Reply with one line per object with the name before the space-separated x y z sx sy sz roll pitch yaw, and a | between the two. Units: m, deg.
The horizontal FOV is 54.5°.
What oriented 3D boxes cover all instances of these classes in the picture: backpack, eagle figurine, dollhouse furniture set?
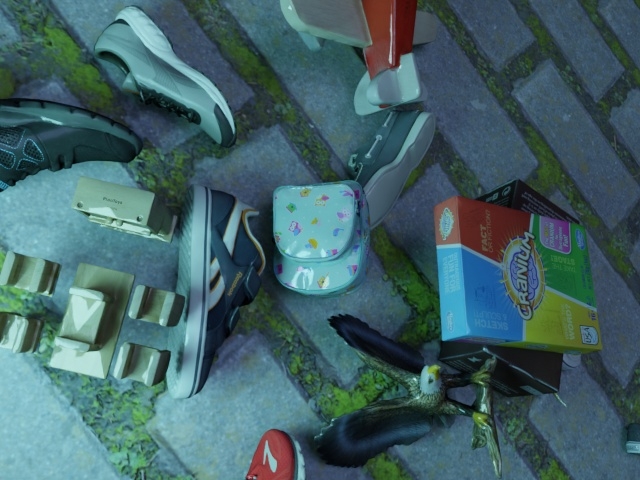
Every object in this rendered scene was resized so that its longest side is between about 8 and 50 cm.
backpack | 0.000 0.000 1.014 0.165 0.144 0.189 -2 83 9
eagle figurine | 0.143 0.249 1.032 0.298 0.225 0.226 3 25 0
dollhouse furniture set | -0.286 0.057 0.839 0.212 0.161 0.242 14 81 -2

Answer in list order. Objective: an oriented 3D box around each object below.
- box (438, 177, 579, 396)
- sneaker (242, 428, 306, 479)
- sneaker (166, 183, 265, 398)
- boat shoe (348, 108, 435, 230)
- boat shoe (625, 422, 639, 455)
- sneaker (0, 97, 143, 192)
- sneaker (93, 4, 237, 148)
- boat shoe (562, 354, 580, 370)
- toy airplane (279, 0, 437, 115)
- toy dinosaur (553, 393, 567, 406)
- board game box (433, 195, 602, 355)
box | 0.381 0.093 1.228 0.191 0.143 0.382 30 59 -19
sneaker | -0.108 0.370 0.838 0.118 0.107 0.279 40 44 -18
sneaker | -0.150 0.074 0.925 0.127 0.126 0.321 12 68 -25
boat shoe | 0.109 -0.137 1.188 0.099 0.116 0.319 23 62 27
boat shoe | 0.767 0.447 1.378 0.228 0.080 0.076 14 68 -18
sneaker | -0.421 -0.131 0.861 0.340 0.125 0.140 4 99 -33
sneaker | -0.245 -0.244 1.004 0.271 0.100 0.108 44 71 -7
boat shoe | 0.524 0.138 1.325 0.096 0.088 0.268 11 68 -28
toy airplane | 0.090 -0.432 1.190 0.385 0.272 0.386 -61 144 -20
toy dinosaur | 0.449 0.238 1.244 0.053 0.092 0.183 22 63 -22
board game box | 0.350 0.068 1.099 0.316 0.064 0.242 9 69 -27
